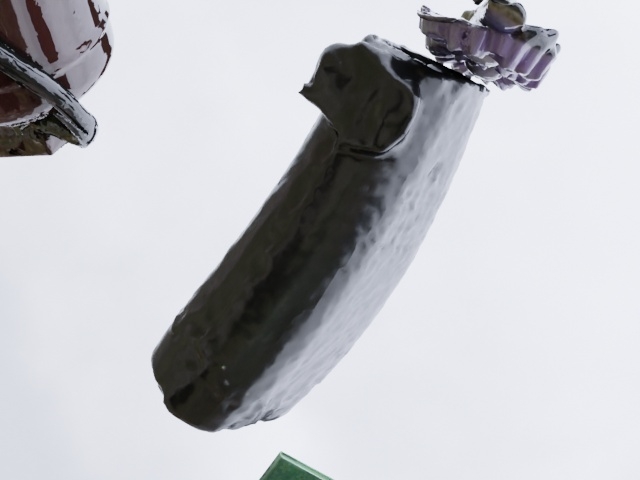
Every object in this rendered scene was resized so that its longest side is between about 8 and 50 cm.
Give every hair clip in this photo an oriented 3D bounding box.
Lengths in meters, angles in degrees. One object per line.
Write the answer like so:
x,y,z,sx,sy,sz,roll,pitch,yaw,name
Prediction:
0.128,-0.156,0.822,0.106,0.292,0.084,23,-79,4,hair clip

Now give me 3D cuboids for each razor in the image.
0.004,0.001,0.853,0.107,0.189,0.326,38,-74,21,razor

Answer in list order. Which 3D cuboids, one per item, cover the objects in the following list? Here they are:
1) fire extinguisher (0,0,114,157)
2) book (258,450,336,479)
-0.164,-0.155,0.442,0.141,0.105,0.341,28,-35,32,fire extinguisher
-0.036,0.282,1.095,0.135,0.103,0.017,-53,-161,13,book
